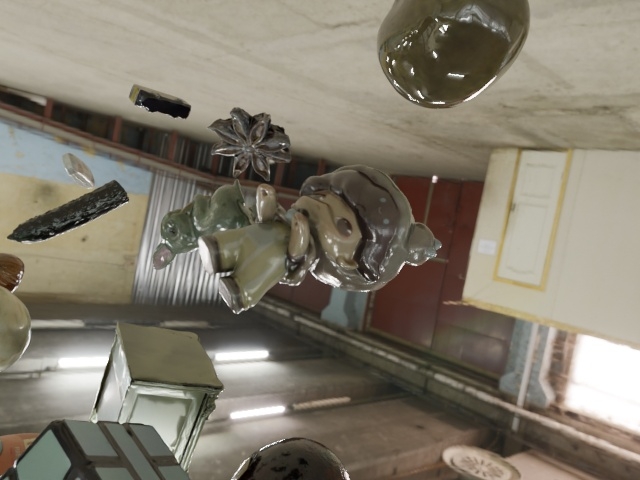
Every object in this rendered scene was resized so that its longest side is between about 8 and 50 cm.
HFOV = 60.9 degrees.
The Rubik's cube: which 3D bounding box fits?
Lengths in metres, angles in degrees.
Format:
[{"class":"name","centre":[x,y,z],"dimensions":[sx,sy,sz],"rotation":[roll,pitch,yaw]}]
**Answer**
[{"class":"Rubik's cube","centre":[-0.382,0.505,0.922],"dimensions":[0.293,0.288,0.283],"rotation":[43,176,25]}]

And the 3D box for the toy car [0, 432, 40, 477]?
[{"class":"toy car","centre":[-0.681,0.567,1.238],"dimensions":[0.212,0.181,0.270],"rotation":[-4,-146,-34]}]

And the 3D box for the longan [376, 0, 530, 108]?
[{"class":"longan","centre":[0.307,-0.494,1.302],"dimensions":[0.360,0.361,0.361],"rotation":[11,-177,-1]}]

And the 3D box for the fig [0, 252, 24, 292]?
[{"class":"fig","centre":[-0.881,0.084,1.455],"dimensions":[0.152,0.119,0.119],"rotation":[22,175,-39]}]

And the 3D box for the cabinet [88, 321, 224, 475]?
[{"class":"cabinet","centre":[-0.429,0.424,1.378],"dimensions":[0.227,0.318,0.290],"rotation":[15,-169,-31]}]

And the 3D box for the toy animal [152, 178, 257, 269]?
[{"class":"toy animal","centre":[-0.248,-0.020,1.081],"dimensions":[0.251,0.126,0.127],"rotation":[-24,-170,9]}]

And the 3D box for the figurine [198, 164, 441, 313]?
[{"class":"figurine","centre":[-0.001,0.000,0.893],"dimensions":[0.380,0.203,0.248],"rotation":[-18,-133,-30]}]

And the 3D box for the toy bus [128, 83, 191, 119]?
[{"class":"toy bus","centre":[-0.453,-0.391,1.542],"dimensions":[0.072,0.058,0.172],"rotation":[41,-159,31]}]

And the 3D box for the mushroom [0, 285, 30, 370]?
[{"class":"mushroom","centre":[-0.740,0.173,1.131],"dimensions":[0.246,0.246,0.202],"rotation":[9,-145,-40]}]

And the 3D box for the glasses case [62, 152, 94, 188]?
[{"class":"glasses case","centre":[-0.664,-0.190,1.499],"dimensions":[0.041,0.063,0.164],"rotation":[-21,170,-7]}]

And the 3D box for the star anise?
[{"class":"star anise","centre":[-0.194,-0.285,1.558],"dimensions":[0.223,0.109,0.236],"rotation":[-27,125,29]}]

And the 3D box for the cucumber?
[{"class":"cucumber","centre":[-0.618,-0.064,1.348],"dimensions":[0.300,0.072,0.072],"rotation":[-32,-155,-25]}]

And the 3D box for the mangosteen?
[{"class":"mangosteen","centre":[-0.058,0.584,1.183],"dimensions":[0.310,0.312,0.311],"rotation":[11,-177,-1]}]
